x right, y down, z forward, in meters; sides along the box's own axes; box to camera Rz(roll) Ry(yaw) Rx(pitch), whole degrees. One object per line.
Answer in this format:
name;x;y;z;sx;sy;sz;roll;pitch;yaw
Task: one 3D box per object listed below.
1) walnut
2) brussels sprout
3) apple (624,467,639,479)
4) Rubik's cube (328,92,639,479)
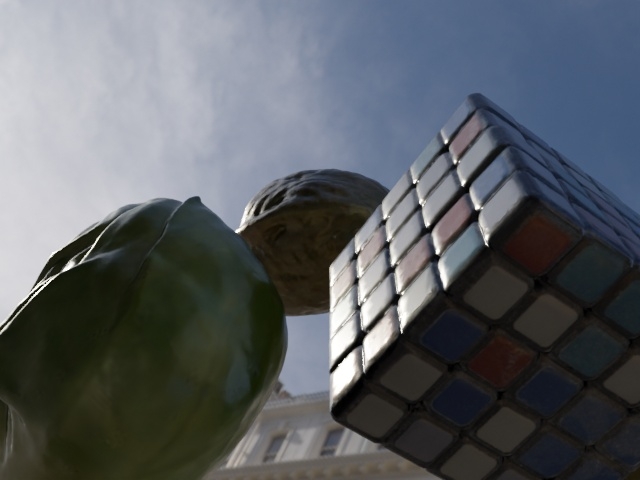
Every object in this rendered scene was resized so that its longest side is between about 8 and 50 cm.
walnut;0.000;0.000;1.170;0.283;0.283;0.227;-18;-108;35
brussels sprout;-0.168;0.110;0.673;0.247;0.328;0.328;50;-49;-6
apple;0.465;0.344;1.320;0.292;0.292;0.254;32;-85;0
Rubik's cube;0.199;0.069;0.784;0.287;0.292;0.293;32;-65;-15
